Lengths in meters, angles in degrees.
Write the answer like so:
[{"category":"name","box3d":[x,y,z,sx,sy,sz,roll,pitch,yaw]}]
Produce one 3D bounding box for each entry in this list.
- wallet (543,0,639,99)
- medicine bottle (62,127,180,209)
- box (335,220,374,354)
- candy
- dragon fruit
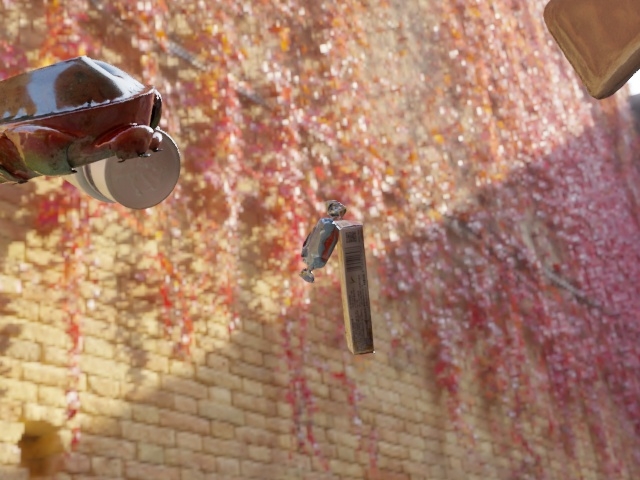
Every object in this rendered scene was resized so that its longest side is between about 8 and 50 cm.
[{"category":"wallet","box3d":[0.249,-0.198,0.758,0.039,0.118,0.152,4,-37,-35]},{"category":"medicine bottle","box3d":[-0.358,-0.155,1.621,0.170,0.170,0.293,15,7,-39]},{"category":"box","box3d":[0.052,0.073,1.490,0.041,0.207,0.050,-9,11,-11]},{"category":"candy","box3d":[-0.001,0.000,0.921,0.020,0.030,0.083,8,-69,-55]},{"category":"dragon fruit","box3d":[-0.313,-0.140,1.150,0.268,0.130,0.295,-20,12,-16]}]
